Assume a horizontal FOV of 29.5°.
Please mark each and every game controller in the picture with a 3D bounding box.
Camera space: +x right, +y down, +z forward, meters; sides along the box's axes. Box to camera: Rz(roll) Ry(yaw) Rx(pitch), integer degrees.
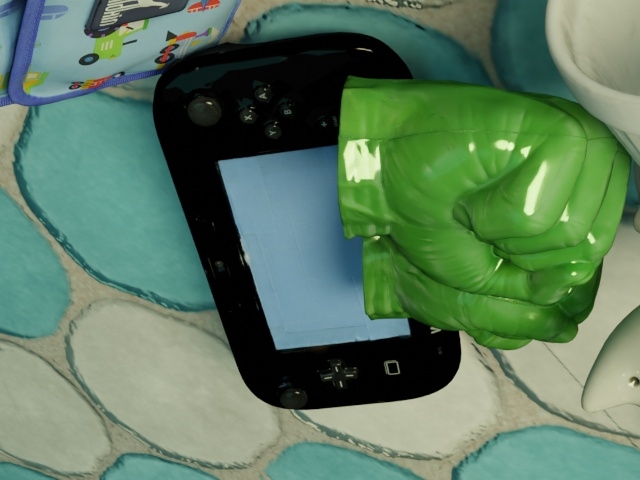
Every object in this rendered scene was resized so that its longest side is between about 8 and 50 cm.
[{"bbox_3d":[0.000,0.000,0.829,0.167,0.067,0.319,-1,132,16],"label":"game controller"}]

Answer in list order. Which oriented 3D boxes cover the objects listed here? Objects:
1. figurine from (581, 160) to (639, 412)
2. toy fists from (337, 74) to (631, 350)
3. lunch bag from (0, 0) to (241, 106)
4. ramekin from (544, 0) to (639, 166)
[{"bbox_3d":[0.239,0.004,0.594,0.215,0.209,0.092,-16,121,41],"label":"figurine"},{"bbox_3d":[0.091,-0.003,0.672,0.142,0.096,0.279,2,160,8],"label":"toy fists"},{"bbox_3d":[-0.155,-0.164,0.668,0.293,0.138,0.221,-8,159,-22],"label":"lunch bag"},{"bbox_3d":[0.212,-0.095,0.523,0.207,0.207,0.109,-9,134,38],"label":"ramekin"}]
